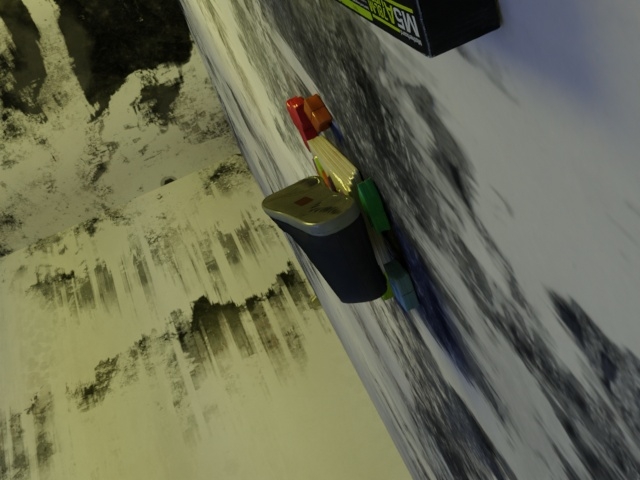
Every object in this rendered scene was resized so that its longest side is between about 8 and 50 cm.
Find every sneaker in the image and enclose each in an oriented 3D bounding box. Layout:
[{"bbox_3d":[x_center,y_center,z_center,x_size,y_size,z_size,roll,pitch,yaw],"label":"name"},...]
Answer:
[{"bbox_3d":[0.000,0.000,0.963,0.118,0.083,0.222,66,170,-21],"label":"sneaker"}]

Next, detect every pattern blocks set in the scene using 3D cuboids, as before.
[{"bbox_3d":[0.033,-0.049,1.028,0.325,0.026,0.285,-131,17,-72],"label":"pattern blocks set"}]

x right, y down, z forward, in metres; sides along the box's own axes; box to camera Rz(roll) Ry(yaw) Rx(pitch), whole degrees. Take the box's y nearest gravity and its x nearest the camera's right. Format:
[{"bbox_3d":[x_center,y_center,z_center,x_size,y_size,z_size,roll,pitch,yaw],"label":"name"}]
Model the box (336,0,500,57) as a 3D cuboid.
[{"bbox_3d":[0.012,-0.203,0.412,0.184,0.045,0.190,66,175,-31],"label":"box"}]
